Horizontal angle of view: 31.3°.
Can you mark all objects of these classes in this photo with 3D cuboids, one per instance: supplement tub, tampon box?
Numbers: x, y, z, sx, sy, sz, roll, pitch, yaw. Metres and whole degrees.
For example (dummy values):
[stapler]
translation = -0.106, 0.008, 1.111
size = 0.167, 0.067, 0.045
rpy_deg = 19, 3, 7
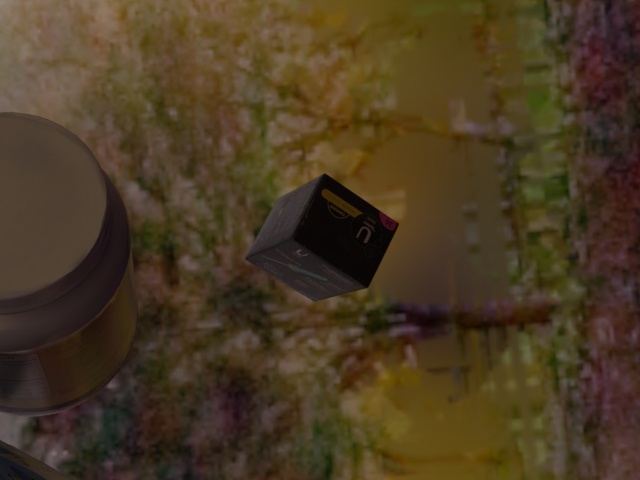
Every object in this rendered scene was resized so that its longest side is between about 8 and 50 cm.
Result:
[supplement tub]
translation = -0.305, 0.031, 1.168
size = 0.316, 0.228, 0.228
rpy_deg = 104, 165, -63
[tampon box]
translation = 0.000, 0.000, 1.470
size = 0.101, 0.120, 0.161
rpy_deg = -63, 18, -20

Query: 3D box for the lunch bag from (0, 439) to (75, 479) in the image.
[lunch bag]
translation = -0.322, 0.244, 1.075
size = 0.221, 0.293, 0.138
rpy_deg = 29, -113, -49
